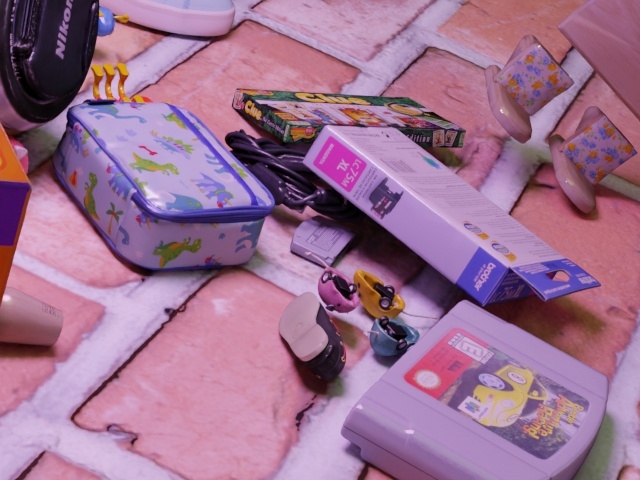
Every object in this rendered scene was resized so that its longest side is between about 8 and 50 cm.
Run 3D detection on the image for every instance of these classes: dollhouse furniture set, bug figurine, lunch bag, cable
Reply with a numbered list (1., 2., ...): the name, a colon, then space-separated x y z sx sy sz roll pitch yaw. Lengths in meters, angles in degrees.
1. dollhouse furniture set: 0.459 -0.144 2.077 0.394 0.362 0.256 45 20 -19
2. bug figurine: -0.298 -0.201 1.957 0.216 0.072 0.279 -1 39 -23
3. lunch bag: -0.163 -0.062 1.788 0.176 0.090 0.219 -1 36 -39
4. cable: -0.026 -0.080 1.932 0.150 0.047 0.184 1 27 -44

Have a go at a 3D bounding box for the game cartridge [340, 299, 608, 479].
1. game cartridge: 0.164 0.163 1.644 0.196 0.060 0.294 32 30 12

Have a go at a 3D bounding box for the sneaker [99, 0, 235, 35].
1. sneaker: -0.257 -0.386 2.193 0.366 0.150 0.135 24 28 -15

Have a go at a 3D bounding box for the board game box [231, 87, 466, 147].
1. board game box: 0.036 -0.149 2.102 0.260 0.030 0.136 -1 20 -34

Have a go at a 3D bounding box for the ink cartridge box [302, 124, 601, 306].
1. ink cartridge box: 0.144 -0.017 1.876 0.311 0.065 0.186 37 18 20

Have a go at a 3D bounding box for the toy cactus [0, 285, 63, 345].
1. toy cactus: -0.311 0.045 1.506 0.180 0.112 0.219 17 18 -27

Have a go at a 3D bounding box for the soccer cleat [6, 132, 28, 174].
1. soccer cleat: -0.401 -0.073 1.672 0.248 0.083 0.095 -7 20 -40

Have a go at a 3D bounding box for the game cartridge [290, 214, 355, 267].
1. game cartridge: 0.000 0.000 1.859 0.056 0.017 0.083 29 29 8

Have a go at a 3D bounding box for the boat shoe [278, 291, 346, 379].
1. boat shoe: -0.008 0.092 1.669 0.042 0.049 0.133 48 7 -25

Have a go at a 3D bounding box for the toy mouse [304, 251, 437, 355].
1. toy mouse: 0.044 0.075 1.717 0.161 0.031 0.143 35 22 -11

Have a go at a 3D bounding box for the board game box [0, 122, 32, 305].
1. board game box: -0.452 0.002 1.198 0.356 0.356 0.356 3 33 -29

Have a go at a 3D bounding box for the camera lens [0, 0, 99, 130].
1. camera lens: -0.379 -0.234 1.751 0.274 0.219 0.219 10 24 19
